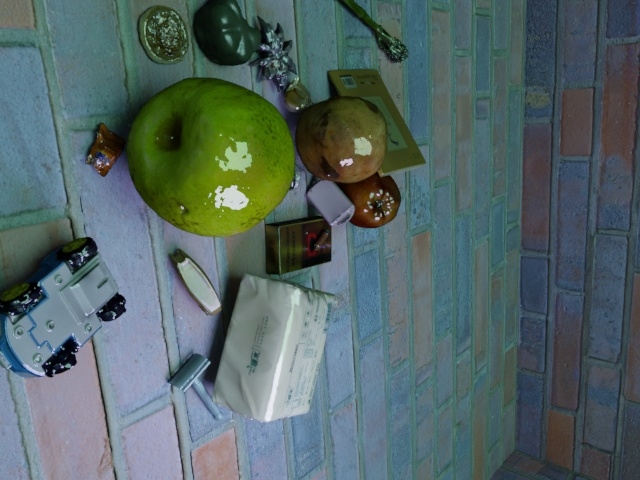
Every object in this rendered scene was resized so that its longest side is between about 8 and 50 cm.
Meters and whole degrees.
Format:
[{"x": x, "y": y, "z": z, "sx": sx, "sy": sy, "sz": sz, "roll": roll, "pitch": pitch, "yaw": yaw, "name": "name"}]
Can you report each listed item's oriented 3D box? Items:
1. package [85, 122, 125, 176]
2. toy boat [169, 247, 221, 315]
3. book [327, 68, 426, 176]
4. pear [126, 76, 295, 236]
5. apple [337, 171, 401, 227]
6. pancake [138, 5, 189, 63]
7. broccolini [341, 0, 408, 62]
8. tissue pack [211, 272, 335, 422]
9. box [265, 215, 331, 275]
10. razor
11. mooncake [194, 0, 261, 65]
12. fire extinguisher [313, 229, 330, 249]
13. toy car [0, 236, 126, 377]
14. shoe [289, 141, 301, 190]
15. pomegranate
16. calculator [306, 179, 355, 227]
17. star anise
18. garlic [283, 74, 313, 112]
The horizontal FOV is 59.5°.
[{"x": -0.484, "y": -0.203, "z": 1.257, "sx": 0.077, "sy": 0.033, "sz": 0.110, "roll": 36, "pitch": 65, "yaw": -36, "name": "package"}, {"x": -0.326, "y": 0.111, "z": 1.467, "sx": 0.064, "sy": 0.072, "sz": 0.206, "roll": -37, "pitch": 113, "yaw": -21, "name": "toy boat"}, {"x": 0.195, "y": -0.402, "z": 1.870, "sx": 0.269, "sy": 0.032, "sz": 0.388, "roll": -17, "pitch": 79, "yaw": -46, "name": "book"}, {"x": -0.234, "y": -0.183, "z": 1.303, "sx": 0.391, "sy": 0.391, "sz": 0.390, "roll": -11, "pitch": 105, "yaw": -48, "name": "pear"}, {"x": 0.161, "y": -0.143, "z": 1.864, "sx": 0.234, "sy": 0.234, "sz": 0.233, "roll": -11, "pitch": 105, "yaw": -48, "name": "apple"}, {"x": -0.373, "y": -0.492, "z": 1.341, "sx": 0.140, "sy": 0.022, "sz": 0.139, "roll": -10, "pitch": 104, "yaw": -47, "name": "pancake"}, {"x": 0.190, "y": -0.723, "z": 1.907, "sx": 0.392, "sy": 0.074, "sz": 0.078, "roll": 19, "pitch": 75, "yaw": -50, "name": "broccolini"}, {"x": -0.124, "y": 0.301, "z": 1.602, "sx": 0.297, "sy": 0.207, "sz": 0.379, "roll": 26, "pitch": 77, "yaw": -64, "name": "tissue pack"}, {"x": -0.065, "y": 0.013, "z": 1.753, "sx": 0.240, "sy": 0.071, "sz": 0.159, "roll": -11, "pitch": 103, "yaw": -47, "name": "box"}, {"x": -0.318, "y": 0.424, "z": 1.545, "sx": 0.106, "sy": 0.068, "sz": 0.231, "roll": -49, "pitch": 135, "yaw": -31, "name": "razor"}, {"x": -0.231, "y": -0.540, "z": 1.440, "sx": 0.175, "sy": 0.104, "sz": 0.168, "roll": 1, "pitch": 91, "yaw": -52, "name": "mooncake"}, {"x": 0.000, "y": 0.000, "z": 1.751, "sx": 0.083, "sy": 0.023, "sz": 0.028, "roll": -53, "pitch": 168, "yaw": -28, "name": "fire extinguisher"}, {"x": -0.547, "y": 0.134, "z": 1.139, "sx": 0.314, "sy": 0.166, "sz": 0.198, "roll": -58, "pitch": 137, "yaw": -49, "name": "toy car"}, {"x": -0.119, "y": -0.223, "z": 1.651, "sx": 0.100, "sy": 0.071, "sz": 0.168, "roll": -22, "pitch": 109, "yaw": -42, "name": "shoe"}, {"x": 0.069, "y": -0.295, "z": 1.644, "sx": 0.281, "sy": 0.281, "sz": 0.280, "roll": -11, "pitch": 105, "yaw": -48, "name": "pomegranate"}, {"x": 0.031, "y": -0.124, "z": 1.773, "sx": 0.100, "sy": 0.175, "sz": 0.032, "roll": -40, "pitch": 164, "yaw": 4, "name": "calculator"}, {"x": -0.126, "y": -0.526, "z": 1.590, "sx": 0.181, "sy": 0.061, "sz": 0.204, "roll": -14, "pitch": 107, "yaw": -47, "name": "star anise"}, {"x": -0.066, "y": -0.422, "z": 1.669, "sx": 0.094, "sy": 0.074, "sz": 0.113, "roll": 40, "pitch": 56, "yaw": -13, "name": "garlic"}]
